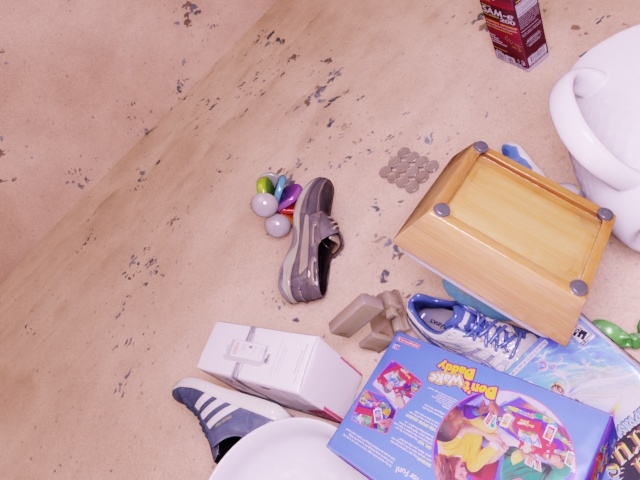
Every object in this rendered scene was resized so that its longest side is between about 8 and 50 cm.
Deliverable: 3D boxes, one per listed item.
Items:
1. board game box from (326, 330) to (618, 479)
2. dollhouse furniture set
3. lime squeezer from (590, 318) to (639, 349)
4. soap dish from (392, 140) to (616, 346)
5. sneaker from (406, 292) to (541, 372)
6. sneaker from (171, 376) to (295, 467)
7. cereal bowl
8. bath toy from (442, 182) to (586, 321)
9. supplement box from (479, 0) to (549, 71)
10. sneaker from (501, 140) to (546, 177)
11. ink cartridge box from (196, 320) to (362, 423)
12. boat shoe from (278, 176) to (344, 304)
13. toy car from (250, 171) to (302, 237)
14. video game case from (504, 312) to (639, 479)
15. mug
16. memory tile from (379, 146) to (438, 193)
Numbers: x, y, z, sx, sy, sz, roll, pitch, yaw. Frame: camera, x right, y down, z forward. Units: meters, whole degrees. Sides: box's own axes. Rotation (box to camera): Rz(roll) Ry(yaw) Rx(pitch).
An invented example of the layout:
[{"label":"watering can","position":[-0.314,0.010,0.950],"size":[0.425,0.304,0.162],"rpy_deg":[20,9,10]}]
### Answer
[{"label":"board game box","position":[0.206,0.300,0.701],"size":[0.347,0.078,0.233],"rpy_deg":[15,60,46]},{"label":"dollhouse furniture set","position":[0.097,0.135,0.985],"size":[0.144,0.151,0.123],"rpy_deg":[-48,36,35]},{"label":"lime squeezer","position":[0.528,0.136,0.797],"size":[0.310,0.059,0.110],"rpy_deg":[-10,23,31]},{"label":"soap dish","position":[0.295,-0.012,0.737],"size":[0.291,0.118,0.229],"rpy_deg":[32,59,13]},{"label":"sneaker","position":[0.287,0.179,0.868],"size":[0.296,0.131,0.112],"rpy_deg":[11,64,38]},{"label":"sneaker","position":[-0.228,0.413,1.055],"size":[0.350,0.131,0.148],"rpy_deg":[1,55,36]},{"label":"cereal bowl","position":[-0.040,0.501,0.824],"size":[0.339,0.141,0.339],"rpy_deg":[-11,43,11]},{"label":"bath toy","position":[0.379,-0.001,0.889],"size":[0.348,0.151,0.129],"rpy_deg":[-38,15,-29]},{"label":"supplement box","position":[0.488,-0.558,1.195],"size":[0.073,0.239,0.130],"rpy_deg":[-40,44,4]},{"label":"sneaker","position":[0.431,-0.160,1.068],"size":[0.084,0.058,0.152],"rpy_deg":[-26,53,5]},{"label":"ink cartridge box","position":[-0.086,0.277,1.002],"size":[0.283,0.207,0.117],"rpy_deg":[0,57,36]},{"label":"boat shoe","position":[0.000,0.000,1.224],"size":[0.130,0.132,0.355],"rpy_deg":[2,68,25]},{"label":"toy car","position":[-0.105,-0.109,1.328],"size":[0.136,0.182,0.159],"rpy_deg":[-17,35,18]},{"label":"video game case","position":[0.381,0.283,0.704],"size":[0.269,0.061,0.244],"rpy_deg":[-54,47,18]},{"label":"mug","position":[0.539,-0.167,0.791],"size":[0.276,0.374,0.328],"rpy_deg":[136,144,-56]},{"label":"memory tile","position":[0.234,-0.189,1.263],"size":[0.113,0.012,0.148],"rpy_deg":[-47,45,-3]}]
